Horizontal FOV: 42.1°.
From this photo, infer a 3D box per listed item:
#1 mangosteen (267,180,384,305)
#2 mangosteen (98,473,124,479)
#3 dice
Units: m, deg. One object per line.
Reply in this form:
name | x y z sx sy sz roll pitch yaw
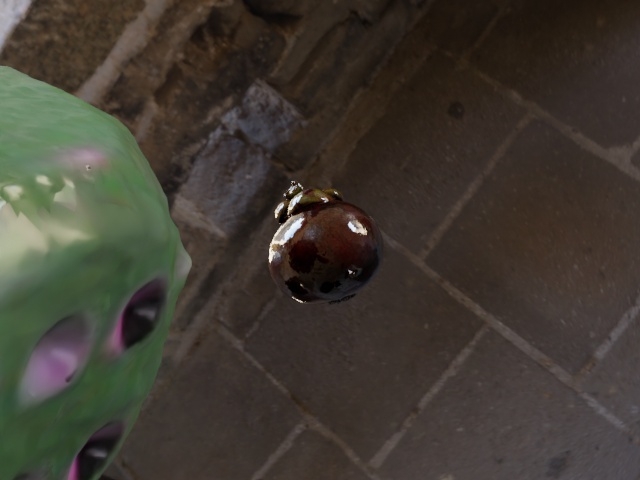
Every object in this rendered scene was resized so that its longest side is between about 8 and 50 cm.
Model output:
mangosteen | 0.000 0.000 0.861 0.140 0.140 0.140 -5 77 21
mangosteen | -0.311 0.419 1.013 0.288 0.288 0.287 -5 77 21
dice | -0.309 0.044 0.571 0.330 0.322 0.318 26 112 19
